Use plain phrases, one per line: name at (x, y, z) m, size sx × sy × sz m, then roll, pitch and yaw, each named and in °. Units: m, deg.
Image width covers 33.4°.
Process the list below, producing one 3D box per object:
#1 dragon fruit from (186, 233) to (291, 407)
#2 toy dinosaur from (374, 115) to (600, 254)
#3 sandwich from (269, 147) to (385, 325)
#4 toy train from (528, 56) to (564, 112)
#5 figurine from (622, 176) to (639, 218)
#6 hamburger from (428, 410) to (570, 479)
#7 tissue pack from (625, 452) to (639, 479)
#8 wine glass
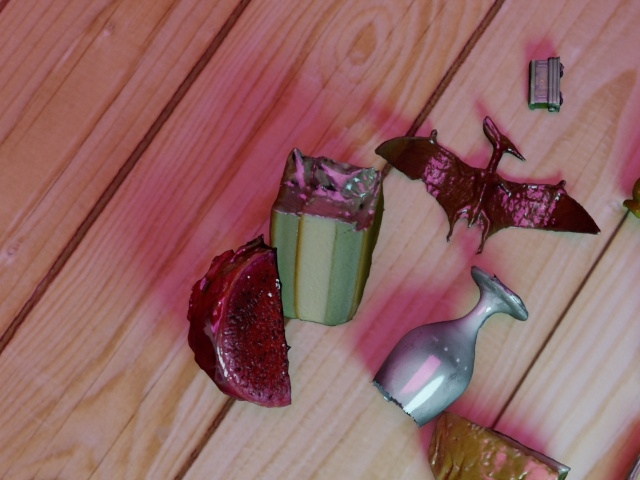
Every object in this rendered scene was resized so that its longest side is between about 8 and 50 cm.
dragon fruit at (-0.130, 0.124, 1.584) m, size 0.163 × 0.189 × 0.262 m, roll 1°, pitch 101°, yaw 18°
toy dinosaur at (0.265, -0.079, 1.656) m, size 0.206 × 0.113 × 0.327 m, roll -42°, pitch 79°, yaw -5°
sandwich at (0.001, 0.000, 1.617) m, size 0.155 × 0.198 × 0.227 m, roll 12°, pitch 78°, yaw 8°
toy train at (0.364, -0.252, 1.723) m, size 0.056 × 0.038 × 0.093 m, roll 1°, pitch 78°, yaw 12°
figurine at (0.612, -0.121, 1.601) m, size 0.326 × 0.169 × 0.218 m, roll -42°, pitch 82°, yaw -4°
hamburger at (0.240, 0.342, 1.551) m, size 0.207 × 0.135 × 0.155 m, roll 34°, pitch 80°, yaw 12°
tissue pack at (0.527, 0.417, 1.529) m, size 0.222 × 0.090 × 0.186 m, roll 29°, pitch 79°, yaw 10°
wine glass at (0.192, 0.161, 1.602) m, size 0.241 × 0.126 × 0.126 m, roll -44°, pitch 77°, yaw -7°
